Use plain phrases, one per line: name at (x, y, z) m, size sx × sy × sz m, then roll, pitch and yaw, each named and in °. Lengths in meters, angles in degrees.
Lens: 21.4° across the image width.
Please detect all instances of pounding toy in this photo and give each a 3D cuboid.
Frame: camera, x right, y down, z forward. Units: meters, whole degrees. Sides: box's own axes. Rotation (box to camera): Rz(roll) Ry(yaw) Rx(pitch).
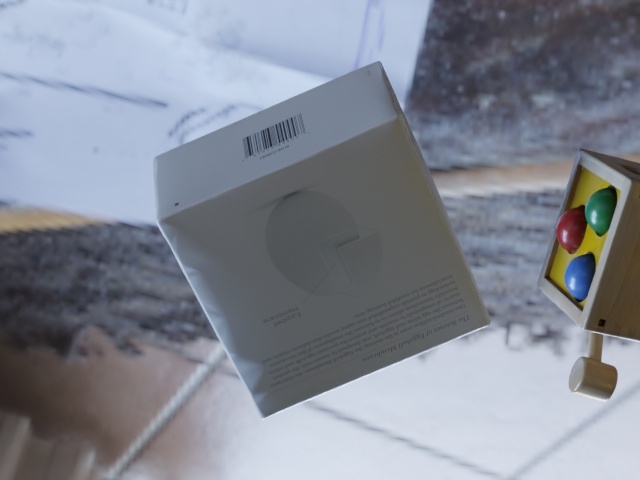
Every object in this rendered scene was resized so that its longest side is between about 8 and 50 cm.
pounding toy at (0.231, 0.034, 1.430) m, size 0.094 × 0.181 × 0.206 m, roll 13°, pitch 102°, yaw -14°

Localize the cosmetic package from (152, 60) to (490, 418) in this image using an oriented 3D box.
cosmetic package at (0.000, 0.000, 1.489) m, size 0.224 × 0.138 × 0.225 m, roll -22°, pitch 117°, yaw 5°
